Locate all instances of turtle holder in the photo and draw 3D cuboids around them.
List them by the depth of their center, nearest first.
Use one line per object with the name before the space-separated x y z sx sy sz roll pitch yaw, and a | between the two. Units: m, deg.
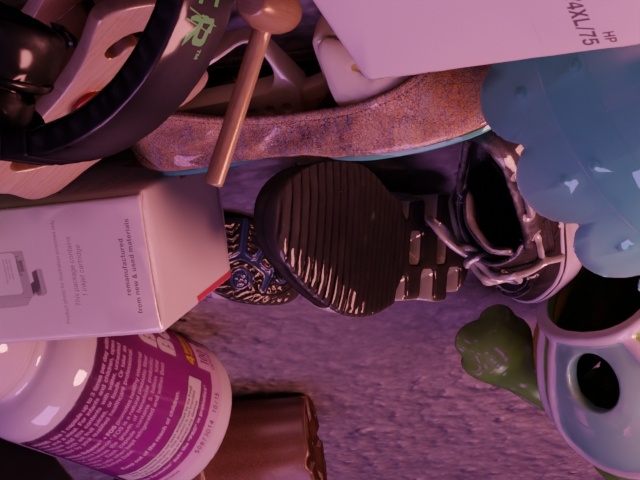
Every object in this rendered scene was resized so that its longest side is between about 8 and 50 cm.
turtle holder | 0.298 0.094 1.620 0.227 0.243 0.320 42 176 -33

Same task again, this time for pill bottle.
pill bottle | -0.245 0.138 1.782 0.169 0.169 0.301 -17 149 36

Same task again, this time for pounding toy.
pounding toy | -0.144 -0.108 1.221 0.269 0.155 0.154 -34 157 9

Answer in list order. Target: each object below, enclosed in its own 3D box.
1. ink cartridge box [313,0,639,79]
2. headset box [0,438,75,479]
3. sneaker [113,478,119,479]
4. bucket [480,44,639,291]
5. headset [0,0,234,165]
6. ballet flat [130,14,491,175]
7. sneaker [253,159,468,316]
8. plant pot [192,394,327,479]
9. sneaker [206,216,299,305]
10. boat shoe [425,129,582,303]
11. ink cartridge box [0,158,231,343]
ink cartridge box | 0.084 -0.246 0.818 0.197 0.270 0.198 -7 153 20
headset box | -0.354 0.355 1.866 0.246 0.131 0.283 -36 141 -17
sneaker | -0.172 0.327 2.240 0.178 0.124 0.295 35 -178 1
bucket | 0.252 -0.116 1.093 0.281 0.281 0.183 21 148 -34
headset | -0.204 -0.169 1.093 0.394 0.243 0.185 4 179 33
ballet flat | -0.012 -0.114 1.314 0.316 0.107 0.106 -9 127 18
sneaker | 0.000 0.000 1.465 0.146 0.122 0.330 6 176 25
plant pot | -0.084 0.253 2.036 0.165 0.167 0.167 -9 153 8
sneaker | -0.115 0.013 1.636 0.211 0.080 0.081 13 174 -20
boat shoe | 0.153 -0.018 1.441 0.113 0.105 0.306 41 160 17
ink cartridge box | -0.240 0.007 1.462 0.283 0.117 0.207 -5 -169 14
